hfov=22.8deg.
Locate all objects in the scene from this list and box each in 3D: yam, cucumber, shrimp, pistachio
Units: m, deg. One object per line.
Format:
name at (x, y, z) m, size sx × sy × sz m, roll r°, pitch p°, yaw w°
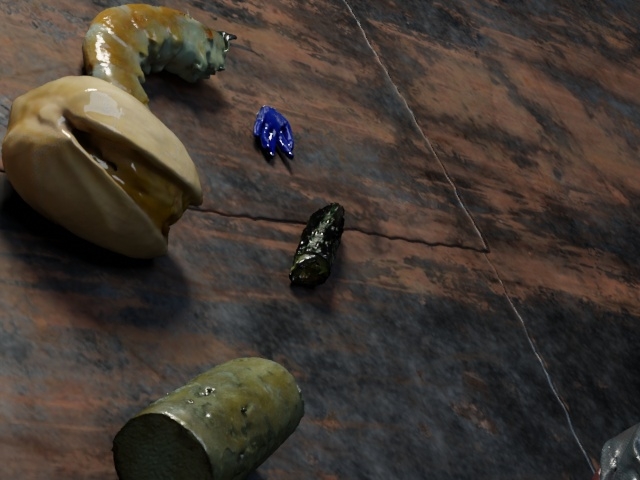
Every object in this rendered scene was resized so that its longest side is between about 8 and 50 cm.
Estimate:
yam at (-0.098, 0.177, 1.483) m, size 0.107 × 0.107 × 0.194 m, roll 48°, pitch 29°, yaw 7°
cucumber at (0.000, 0.000, 1.886) m, size 0.053 × 0.053 × 0.181 m, roll 38°, pitch 28°, yaw -10°
shrimp at (-0.196, -0.193, 1.863) m, size 0.185 × 0.068 × 0.287 m, roll 29°, pitch 35°, yaw -22°
pistachio at (-0.219, -0.070, 1.619) m, size 0.229 × 0.157 × 0.157 m, roll 39°, pitch 28°, yaw -35°

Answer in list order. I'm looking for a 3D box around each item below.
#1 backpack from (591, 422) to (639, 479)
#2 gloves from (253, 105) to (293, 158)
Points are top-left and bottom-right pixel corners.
backpack at (0.428, 0.387, 1.777) m, size 0.283 × 0.197 × 0.317 m, roll 35°, pitch 36°, yaw -19°
gloves at (-0.057, -0.133, 2.000) m, size 0.064 × 0.026 × 0.086 m, roll 34°, pitch 31°, yaw -22°
